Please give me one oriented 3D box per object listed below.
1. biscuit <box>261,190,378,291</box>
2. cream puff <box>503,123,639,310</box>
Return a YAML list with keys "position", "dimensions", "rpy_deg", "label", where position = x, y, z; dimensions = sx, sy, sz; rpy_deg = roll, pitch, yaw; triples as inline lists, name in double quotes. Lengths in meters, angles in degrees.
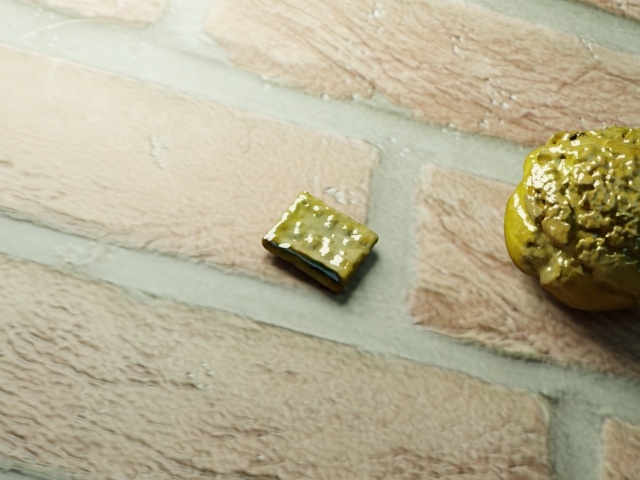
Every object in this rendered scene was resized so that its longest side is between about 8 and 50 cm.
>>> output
- position: [0.000, 0.000, 1.578]
  dimensions: [0.083, 0.018, 0.081]
  rpy_deg: [31, 47, 6]
  label: "biscuit"
- position: [0.259, -0.028, 1.627]
  dimensions: [0.189, 0.129, 0.189]
  rpy_deg: [11, 51, -13]
  label: "cream puff"
